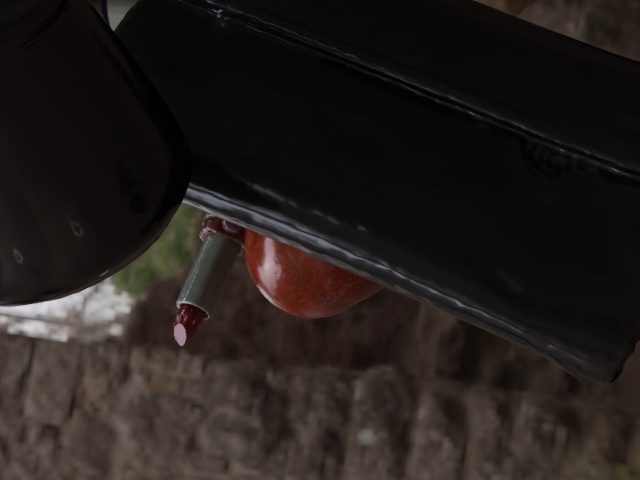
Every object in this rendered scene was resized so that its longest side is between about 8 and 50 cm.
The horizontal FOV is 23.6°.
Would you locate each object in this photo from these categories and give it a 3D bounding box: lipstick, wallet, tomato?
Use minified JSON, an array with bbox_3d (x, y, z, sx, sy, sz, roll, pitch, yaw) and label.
[{"bbox_3d":[-0.123,0.035,1.731,0.057,0.063,0.186,128,165,-65],"label":"lipstick"},{"bbox_3d":[0.051,-0.078,1.030,0.062,0.406,0.228,87,-152,-67],"label":"wallet"},{"bbox_3d":[0.000,0.000,1.632,0.187,0.187,0.151,-78,-32,-54],"label":"tomato"}]

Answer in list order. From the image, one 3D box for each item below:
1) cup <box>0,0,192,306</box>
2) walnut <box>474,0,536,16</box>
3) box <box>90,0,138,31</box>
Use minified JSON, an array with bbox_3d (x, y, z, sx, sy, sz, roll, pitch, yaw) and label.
[{"bbox_3d":[-0.186,-0.050,0.874,0.223,0.169,0.177,-55,-47,-42],"label":"cup"},{"bbox_3d":[0.106,-0.305,1.483,0.227,0.273,0.273,-51,5,14],"label":"walnut"},{"bbox_3d":[-0.231,-0.224,1.930,0.071,0.259,0.168,-83,-2,-62],"label":"box"}]
